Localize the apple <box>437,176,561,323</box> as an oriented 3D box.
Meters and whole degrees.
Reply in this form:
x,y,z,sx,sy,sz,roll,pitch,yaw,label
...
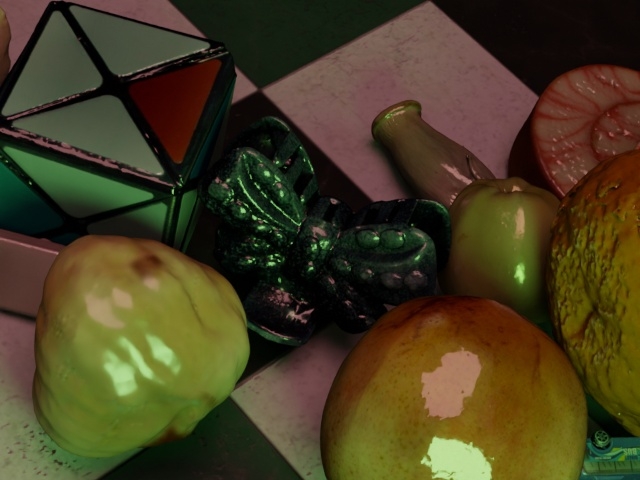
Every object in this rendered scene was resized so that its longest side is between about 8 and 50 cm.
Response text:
x,y,z,sx,sy,sz,roll,pitch,yaw,label
0.235,0.020,1.647,0.200,0.200,0.200,6,53,-8,apple

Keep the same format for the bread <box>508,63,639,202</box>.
x,y,z,sx,sy,sz,roll,pitch,yaw,label
0.422,-0.091,1.823,0.295,0.114,0.327,-21,63,-26,bread

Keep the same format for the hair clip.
x,y,z,sx,sy,sz,roll,pitch,yaw,label
-0.005,0.003,1.575,0.310,0.206,0.194,28,36,4,hair clip

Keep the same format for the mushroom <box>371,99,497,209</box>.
x,y,z,sx,sy,sz,roll,pitch,yaw,label
0.168,-0.095,1.781,0.108,0.096,0.247,-37,67,-24,mushroom

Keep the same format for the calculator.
x,y,z,sx,sy,sz,roll,pitch,yaw,label
-0.342,0.045,1.562,0.175,0.100,0.032,15,21,0,calculator

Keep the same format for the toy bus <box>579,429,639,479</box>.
x,y,z,sx,sy,sz,roll,pitch,yaw,label
0.372,0.267,1.592,0.153,0.051,0.061,0,60,-13,toy bus

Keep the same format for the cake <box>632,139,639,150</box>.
x,y,z,sx,sy,sz,roll,pitch,yaw,label
0.438,-0.128,1.688,0.262,0.158,0.159,-15,58,-21,cake

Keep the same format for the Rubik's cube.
x,y,z,sx,sy,sz,roll,pitch,yaw,label
-0.259,-0.109,1.599,0.248,0.246,0.250,17,53,1,Rubik's cube

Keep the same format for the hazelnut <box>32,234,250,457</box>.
x,y,z,sx,sy,sz,roll,pitch,yaw,label
-0.221,0.110,1.456,0.261,0.261,0.241,-15,43,-22,hazelnut

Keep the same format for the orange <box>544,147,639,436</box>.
x,y,z,sx,sy,sz,roll,pitch,yaw,label
0.421,0.054,1.467,0.293,0.340,0.340,-8,57,-19,orange

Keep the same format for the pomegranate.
x,y,z,sx,sy,sz,roll,pitch,yaw,label
0.137,0.217,1.441,0.319,0.319,0.319,6,53,-8,pomegranate

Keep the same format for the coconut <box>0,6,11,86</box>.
x,y,z,sx,sy,sz,roll,pitch,yaw,label
-0.539,-0.207,1.587,0.329,0.329,0.329,6,53,-8,coconut
